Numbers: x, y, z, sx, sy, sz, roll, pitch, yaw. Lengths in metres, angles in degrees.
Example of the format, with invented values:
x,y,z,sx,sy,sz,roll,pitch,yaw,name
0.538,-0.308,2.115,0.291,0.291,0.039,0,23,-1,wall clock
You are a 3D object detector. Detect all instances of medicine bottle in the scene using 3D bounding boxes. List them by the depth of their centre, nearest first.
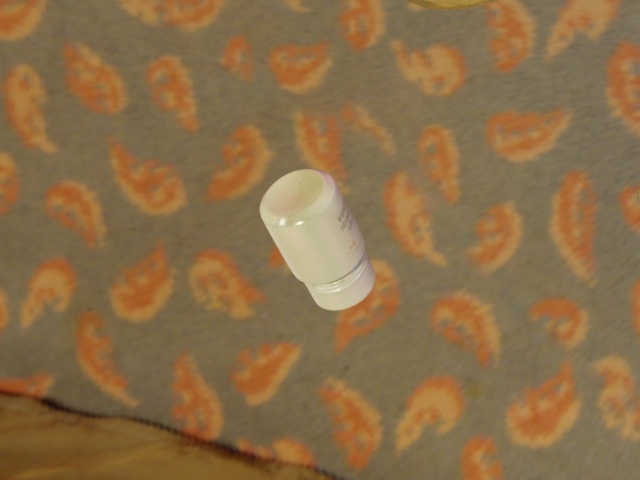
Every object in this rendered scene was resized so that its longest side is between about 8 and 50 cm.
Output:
x,y,z,sx,sy,sz,roll,pitch,yaw,name
0.000,0.000,1.035,0.052,0.052,0.089,-8,134,22,medicine bottle

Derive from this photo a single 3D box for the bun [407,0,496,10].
x,y,z,sx,sy,sz,roll,pitch,yaw,name
0.093,-0.242,0.704,0.146,0.287,0.287,10,101,-1,bun

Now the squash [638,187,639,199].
x,y,z,sx,sy,sz,roll,pitch,yaw,name
0.303,0.000,1.037,0.224,0.094,0.094,18,104,37,squash
